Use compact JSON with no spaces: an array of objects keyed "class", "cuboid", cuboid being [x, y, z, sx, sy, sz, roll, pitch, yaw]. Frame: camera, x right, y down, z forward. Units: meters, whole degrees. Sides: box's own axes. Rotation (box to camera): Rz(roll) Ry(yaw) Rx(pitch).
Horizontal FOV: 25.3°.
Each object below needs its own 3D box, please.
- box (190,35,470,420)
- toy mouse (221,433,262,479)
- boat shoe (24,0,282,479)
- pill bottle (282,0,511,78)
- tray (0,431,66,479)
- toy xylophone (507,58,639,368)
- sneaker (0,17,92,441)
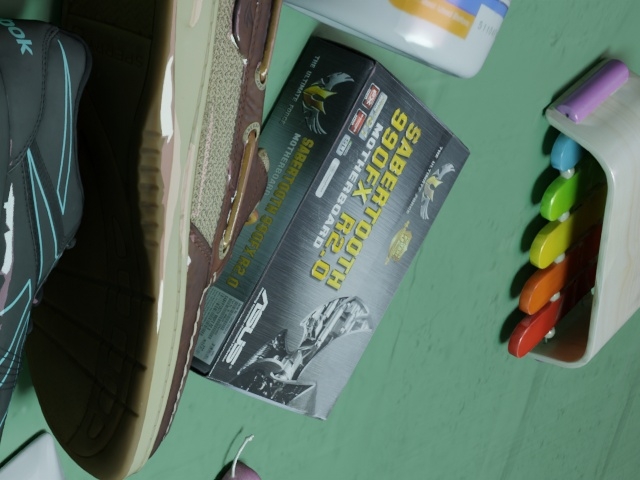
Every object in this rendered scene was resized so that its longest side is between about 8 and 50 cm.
[{"class":"box","cuboid":[0.000,0.000,0.981,0.231,0.056,0.183,-61,150,-3]},{"class":"toy mouse","cuboid":[-0.073,0.226,1.069,0.161,0.031,0.143,-61,152,-7]},{"class":"boat shoe","cuboid":[-0.075,-0.030,0.769,0.123,0.123,0.342,-11,116,-43]},{"class":"pill bottle","cuboid":[0.073,-0.243,0.806,0.152,0.152,0.272,13,103,-59]},{"class":"tray","cuboid":[-0.192,0.256,0.913,0.145,0.030,0.270,-40,143,-32]},{"class":"toy xylophone","cuboid":[0.282,-0.023,1.376,0.236,0.081,0.322,-32,138,-42]},{"class":"sneaker","cuboid":[-0.162,0.018,0.700,0.106,0.101,0.267,-23,132,-52]}]
